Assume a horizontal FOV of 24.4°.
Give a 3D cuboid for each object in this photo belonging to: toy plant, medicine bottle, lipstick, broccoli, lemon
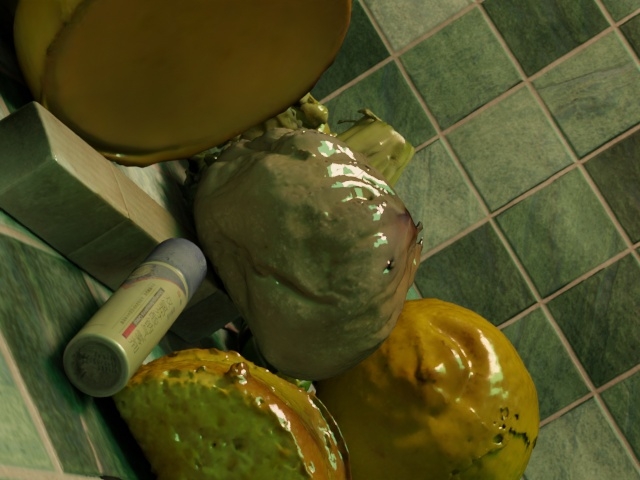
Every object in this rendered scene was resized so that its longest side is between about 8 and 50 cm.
[{"bbox_3d":[-0.050,0.132,1.712,0.093,0.092,0.162,55,10,-22],"label":"toy plant"},{"bbox_3d":[-0.158,0.062,1.299,0.059,0.059,0.231,56,21,-11],"label":"medicine bottle"},{"bbox_3d":[-0.194,-0.007,1.433,0.371,0.076,0.080,46,17,-56],"label":"lipstick"},{"bbox_3d":[0.004,-0.035,1.893,0.348,0.281,0.293,38,3,-36],"label":"broccoli"},{"bbox_3d":[0.127,0.212,1.804,0.297,0.297,0.297,56,9,-13],"label":"lemon"}]

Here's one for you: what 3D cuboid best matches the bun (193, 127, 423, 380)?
[{"bbox_3d":[0.000,0.006,1.548,0.282,0.204,0.281,56,12,-18],"label":"bun"}]

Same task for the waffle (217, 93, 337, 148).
[{"bbox_3d":[-0.118,-0.204,2.058,0.297,0.073,0.317,46,-23,-20],"label":"waffle"}]

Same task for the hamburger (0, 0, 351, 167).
[{"bbox_3d":[-0.169,-0.304,1.582,0.277,0.395,0.396,63,10,27],"label":"hamburger"}]

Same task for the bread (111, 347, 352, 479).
[{"bbox_3d":[-0.058,0.194,1.283,0.261,0.147,0.160,59,6,8],"label":"bread"}]
